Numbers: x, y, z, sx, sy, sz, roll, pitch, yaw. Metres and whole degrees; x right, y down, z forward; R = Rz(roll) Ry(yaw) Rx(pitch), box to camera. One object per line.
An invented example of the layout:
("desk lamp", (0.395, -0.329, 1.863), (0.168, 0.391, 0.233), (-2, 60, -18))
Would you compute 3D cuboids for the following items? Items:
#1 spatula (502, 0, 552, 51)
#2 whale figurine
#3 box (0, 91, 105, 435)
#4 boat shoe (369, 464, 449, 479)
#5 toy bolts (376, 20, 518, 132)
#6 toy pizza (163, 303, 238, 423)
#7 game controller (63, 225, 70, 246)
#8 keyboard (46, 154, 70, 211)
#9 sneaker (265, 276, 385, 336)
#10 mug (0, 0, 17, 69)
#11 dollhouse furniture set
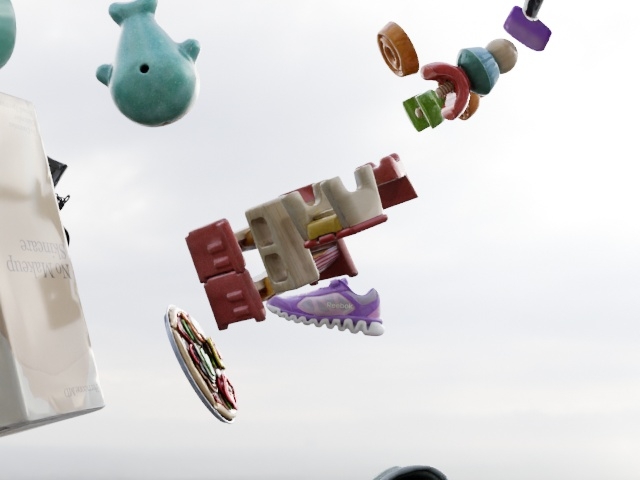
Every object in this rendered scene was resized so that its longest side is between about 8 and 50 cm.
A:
("spatula", (0.330, -0.354, 1.613), (0.084, 0.030, 0.296), (38, 2, 8))
("whale figurine", (-0.341, -0.359, 2.014), (0.216, 0.272, 0.141), (-15, -8, 1))
("box", (-0.314, 0.024, 0.947), (0.121, 0.311, 0.148), (-18, -7, 15))
("boat shoe", (-0.008, 0.251, 0.807), (0.319, 0.116, 0.099), (-10, -38, -48))
("toy bolts", (0.225, -0.302, 1.750), (0.158, 0.218, 0.228), (-31, 12, -12))
("toy pizza", (-0.171, 0.180, 1.544), (0.032, 0.201, 0.201), (-29, -14, 4))
("game controller", (-0.619, 0.001, 1.897), (0.319, 0.166, 0.067), (24, -5, -39))
("keyboard", (-0.396, -0.023, 1.373), (0.100, 0.192, 0.038), (26, -10, 24))
("sneaker", (0.014, 0.119, 2.007), (0.236, 0.105, 0.095), (8, 1, 1))
("mug", (-0.437, -0.238, 1.184), (0.157, 0.129, 0.097), (-37, -4, 32))
("dollhouse furniture set", (0.000, 0.000, 1.404), (0.201, 0.152, 0.374), (-24, 4, -37))
